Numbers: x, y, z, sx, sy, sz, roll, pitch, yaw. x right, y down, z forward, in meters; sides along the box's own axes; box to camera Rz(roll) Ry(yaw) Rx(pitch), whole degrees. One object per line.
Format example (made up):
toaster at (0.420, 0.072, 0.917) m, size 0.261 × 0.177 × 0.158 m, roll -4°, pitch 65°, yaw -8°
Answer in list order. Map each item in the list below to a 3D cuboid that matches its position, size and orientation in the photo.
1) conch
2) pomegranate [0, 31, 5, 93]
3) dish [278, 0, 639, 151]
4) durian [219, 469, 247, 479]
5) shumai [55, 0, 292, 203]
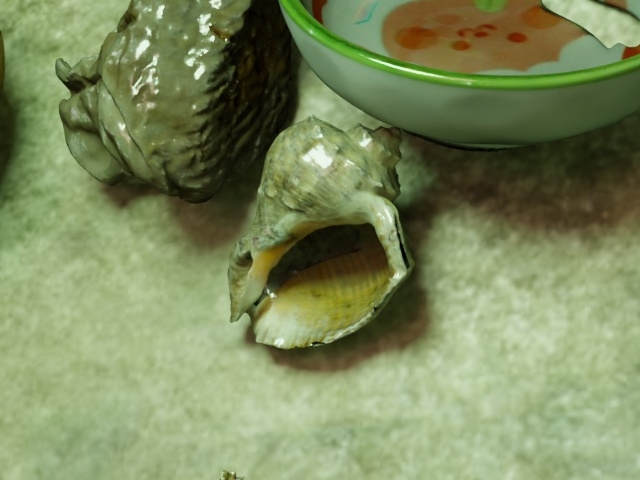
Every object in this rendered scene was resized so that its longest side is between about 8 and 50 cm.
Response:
conch at (0.000, 0.000, 1.417) m, size 0.207 × 0.130 × 0.155 m, roll -49°, pitch 41°, yaw 13°
pomegranate at (-0.415, -0.128, 1.588) m, size 0.342 × 0.342 × 0.342 m, roll -11°, pitch 62°, yaw 21°
dish at (0.128, -0.156, 1.405) m, size 0.324 × 0.124 × 0.324 m, roll 0°, pitch 38°, yaw 0°
durian at (-0.065, 0.334, 1.283) m, size 0.196 × 0.185 × 0.305 m, roll 36°, pitch 89°, yaw 15°
shumai at (-0.132, -0.147, 1.516) m, size 0.185 × 0.184 × 0.218 m, roll 12°, pitch 90°, yaw 28°
